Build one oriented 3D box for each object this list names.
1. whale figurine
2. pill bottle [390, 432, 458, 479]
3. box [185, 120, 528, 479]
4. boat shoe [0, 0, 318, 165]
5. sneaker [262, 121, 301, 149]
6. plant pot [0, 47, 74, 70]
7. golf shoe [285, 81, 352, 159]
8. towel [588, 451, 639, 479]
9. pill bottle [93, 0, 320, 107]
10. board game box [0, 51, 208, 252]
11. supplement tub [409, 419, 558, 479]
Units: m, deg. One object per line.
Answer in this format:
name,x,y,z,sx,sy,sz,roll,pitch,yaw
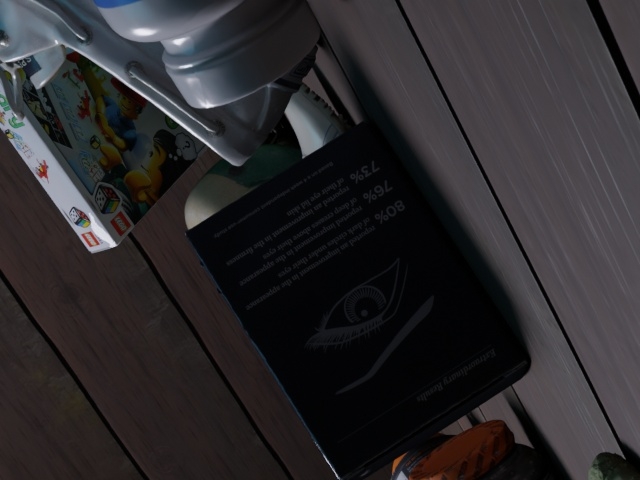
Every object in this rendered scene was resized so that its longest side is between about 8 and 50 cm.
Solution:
whale figurine,0.000,0.000,1.560,0.272,0.141,0.216,24,156,37
pill bottle,0.147,0.282,1.694,0.130,0.130,0.245,59,177,-20
box,0.025,0.048,1.145,0.207,0.153,0.108,58,177,10
boat shoe,-0.196,-0.158,1.159,0.367,0.156,0.136,28,-168,-4
sneaker,-0.082,-0.126,1.738,0.130,0.087,0.227,54,178,30
plant pot,-0.254,-0.291,1.508,0.195,0.290,0.290,2,-132,-52
golf shoe,0.005,-0.037,1.256,0.176,0.086,0.069,59,178,3
towel,0.204,0.190,0.911,0.148,0.027,0.110,59,176,-9
pill bottle,-0.090,-0.191,0.923,0.221,0.124,0.124,59,177,-25
board game box,-0.256,-0.165,1.696,0.053,0.193,0.305,-13,119,43
supplement tub,0.159,0.249,1.331,0.190,0.117,0.117,58,177,-4
